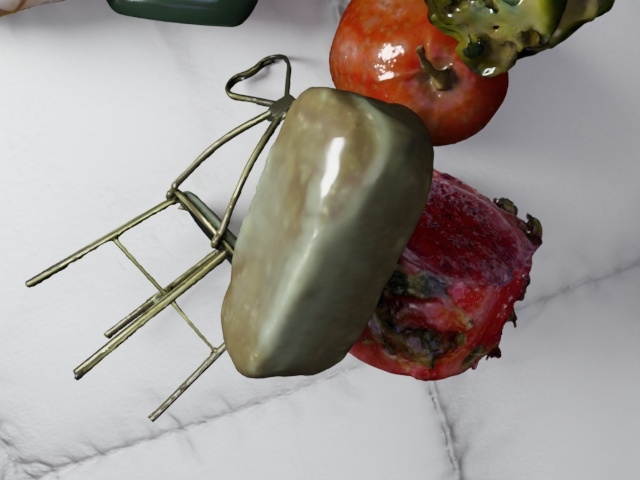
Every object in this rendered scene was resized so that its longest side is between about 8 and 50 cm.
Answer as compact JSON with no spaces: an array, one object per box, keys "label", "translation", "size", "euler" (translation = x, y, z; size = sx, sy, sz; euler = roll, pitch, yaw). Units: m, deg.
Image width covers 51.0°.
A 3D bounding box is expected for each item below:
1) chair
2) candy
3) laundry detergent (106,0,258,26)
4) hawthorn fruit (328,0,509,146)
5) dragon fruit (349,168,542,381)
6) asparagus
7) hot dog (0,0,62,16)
[{"label":"chair","translation":[-0.096,0.002,0.640],"size":[0.326,0.160,0.170],"euler":[-41,143,-7]},{"label":"candy","translation":[0.000,0.000,0.519],"size":[0.104,0.102,0.234],"euler":[1,126,-41]},{"label":"laundry detergent","translation":[-0.108,-0.292,0.537],"size":[0.144,0.078,0.221],"euler":[6,113,-6]},{"label":"hawthorn fruit","translation":[0.093,-0.145,0.574],"size":[0.163,0.203,0.162],"euler":[-4,119,-8]},{"label":"dragon fruit","translation":[0.108,0.014,0.669],"size":[0.282,0.211,0.147],"euler":[-16,130,-35]},{"label":"asparagus","translation":[0.213,-0.284,0.497],"size":[0.108,0.128,0.382],"euler":[37,70,-9]},{"label":"hot dog","translation":[-0.286,-0.239,0.512],"size":[0.268,0.075,0.144],"euler":[-2,113,5]}]
